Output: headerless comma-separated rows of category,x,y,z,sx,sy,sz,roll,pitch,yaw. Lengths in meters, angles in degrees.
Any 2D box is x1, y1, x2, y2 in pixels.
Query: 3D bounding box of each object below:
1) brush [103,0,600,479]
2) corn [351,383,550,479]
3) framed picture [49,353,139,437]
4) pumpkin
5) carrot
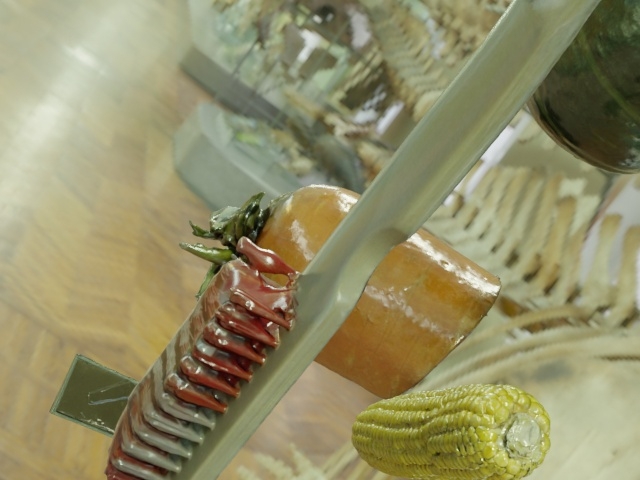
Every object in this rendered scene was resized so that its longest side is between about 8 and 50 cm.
brush,0.000,0.000,0.442,0.050,0.321,0.060,31,29,-13
corn,0.088,0.139,0.794,0.072,0.072,0.203,34,-23,-18
framed picture,-0.383,0.272,1.898,0.149,0.109,0.011,33,-16,-36
pumpkin,0.312,-0.191,0.950,0.207,0.300,0.300,43,9,-6
carrot,0.018,0.045,1.241,0.331,0.193,0.214,30,-32,9
